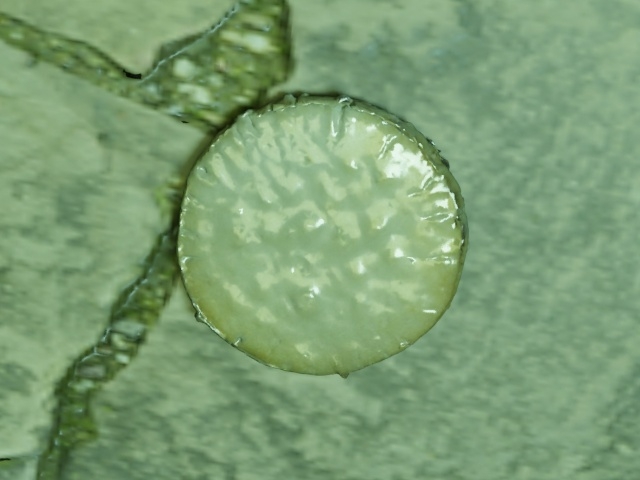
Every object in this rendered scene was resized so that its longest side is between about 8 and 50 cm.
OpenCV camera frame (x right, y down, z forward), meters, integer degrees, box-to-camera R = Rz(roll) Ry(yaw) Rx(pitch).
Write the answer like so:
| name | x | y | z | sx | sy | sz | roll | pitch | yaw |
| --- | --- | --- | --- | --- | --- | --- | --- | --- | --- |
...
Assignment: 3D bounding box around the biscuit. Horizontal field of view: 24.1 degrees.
| name | x | y | z | sx | sy | sz | roll | pitch | yaw |
| --- | --- | --- | --- | --- | --- | --- | --- | --- | --- |
| biscuit | 0.000 | 0.000 | 0.741 | 0.152 | 0.020 | 0.152 | 2 | 110 | 5 |
